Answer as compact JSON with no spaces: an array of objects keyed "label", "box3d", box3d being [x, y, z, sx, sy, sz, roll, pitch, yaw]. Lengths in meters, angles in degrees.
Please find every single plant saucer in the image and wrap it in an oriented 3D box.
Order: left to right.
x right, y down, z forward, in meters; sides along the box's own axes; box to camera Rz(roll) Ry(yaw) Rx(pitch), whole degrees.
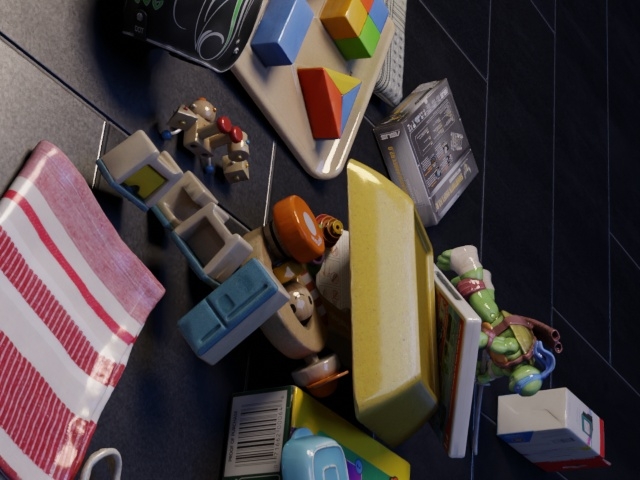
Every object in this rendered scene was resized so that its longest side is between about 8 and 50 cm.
[{"label":"plant saucer","box3d":[0.104,0.093,1.800,0.333,0.081,0.333,54,34,-71]}]

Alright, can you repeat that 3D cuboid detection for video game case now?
[{"label":"video game case","box3d":[0.169,0.159,1.939,0.285,0.025,0.204,-121,-146,-70]}]

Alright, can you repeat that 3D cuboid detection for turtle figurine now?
[{"label":"turtle figurine","box3d":[0.237,0.165,2.208,0.198,0.275,0.266,14,46,-34]}]

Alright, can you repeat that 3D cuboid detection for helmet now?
[{"label":"helmet","box3d":[-0.149,-0.296,1.608,0.169,0.169,0.161,18,95,-57]}]

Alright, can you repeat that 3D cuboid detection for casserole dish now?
[{"label":"casserole dish","box3d":[0.003,0.314,1.597,0.114,0.037,0.188,2,79,-61]}]

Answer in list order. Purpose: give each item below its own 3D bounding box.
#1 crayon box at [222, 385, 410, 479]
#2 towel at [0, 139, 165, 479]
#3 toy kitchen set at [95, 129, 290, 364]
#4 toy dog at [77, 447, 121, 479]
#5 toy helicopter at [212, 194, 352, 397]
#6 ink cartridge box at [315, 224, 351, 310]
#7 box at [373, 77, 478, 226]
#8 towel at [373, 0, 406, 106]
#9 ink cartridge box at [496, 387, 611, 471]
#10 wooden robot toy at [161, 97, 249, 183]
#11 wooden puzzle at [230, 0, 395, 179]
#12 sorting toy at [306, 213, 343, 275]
[{"label":"crayon box","box3d":[-0.007,0.408,1.697,0.313,0.106,0.363,42,46,-49]},{"label":"towel","box3d":[-0.284,0.086,1.395,0.237,0.037,0.329,57,36,-32]},{"label":"toy kitchen set","box3d":[-0.163,0.008,1.518,0.207,0.122,0.166,51,4,31]},{"label":"toy dog","box3d":[-0.181,0.379,1.334,0.334,0.161,0.220,-65,146,-44]},{"label":"toy helicopter","box3d":[-0.005,0.109,1.735,0.355,0.140,0.235,38,29,-61]},{"label":"ink cartridge box","box3d":[0.037,0.078,1.961,0.224,0.056,0.181,13,68,-38]},{"label":"box","box3d":[0.180,-0.148,2.256,0.231,0.056,0.183,-47,122,-55]},{"label":"towel","box3d":[0.043,-0.417,2.132,0.312,0.056,0.324,33,55,-48]},{"label":"ink cartridge box","box3d":[0.425,0.346,2.436,0.231,0.134,0.078,40,47,-49]},{"label":"wooden robot toy","box3d":[-0.136,-0.145,1.701,0.173,0.076,0.079,38,38,-49]},{"label":"wooden puzzle","box3d":[-0.010,-0.309,1.908,0.348,0.080,0.322,48,52,-41]},{"label":"sorting toy","box3d":[0.000,0.000,1.885,0.061,0.042,0.102,45,52,-23]}]
